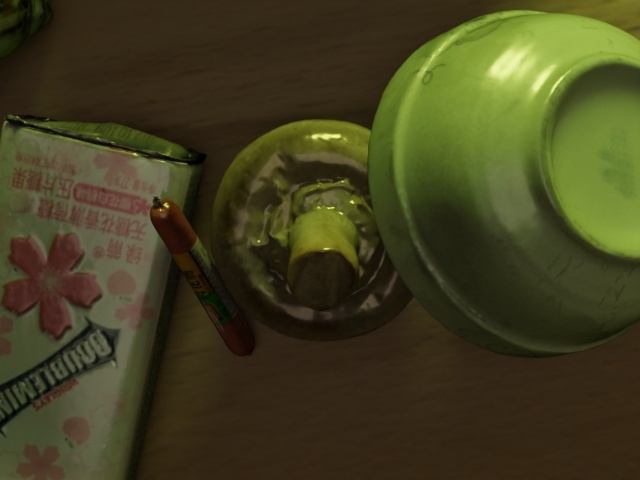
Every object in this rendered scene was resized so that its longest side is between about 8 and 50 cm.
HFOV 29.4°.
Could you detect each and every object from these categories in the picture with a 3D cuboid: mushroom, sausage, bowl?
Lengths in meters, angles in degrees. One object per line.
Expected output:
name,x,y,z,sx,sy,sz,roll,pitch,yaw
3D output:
mushroom,0.000,0.000,1.085,0.207,0.215,0.207,1,106,2
sausage,-0.107,0.038,1.134,0.029,0.029,0.223,-20,131,7
bowl,0.207,-0.056,1.021,0.307,0.163,0.307,4,82,-25

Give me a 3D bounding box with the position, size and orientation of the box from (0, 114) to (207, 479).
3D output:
box,-0.238,0.068,1.163,0.190,0.112,0.369,12,98,2

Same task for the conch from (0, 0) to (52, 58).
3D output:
conch,-0.350,-0.208,1.133,0.182,0.124,0.187,6,92,-1
